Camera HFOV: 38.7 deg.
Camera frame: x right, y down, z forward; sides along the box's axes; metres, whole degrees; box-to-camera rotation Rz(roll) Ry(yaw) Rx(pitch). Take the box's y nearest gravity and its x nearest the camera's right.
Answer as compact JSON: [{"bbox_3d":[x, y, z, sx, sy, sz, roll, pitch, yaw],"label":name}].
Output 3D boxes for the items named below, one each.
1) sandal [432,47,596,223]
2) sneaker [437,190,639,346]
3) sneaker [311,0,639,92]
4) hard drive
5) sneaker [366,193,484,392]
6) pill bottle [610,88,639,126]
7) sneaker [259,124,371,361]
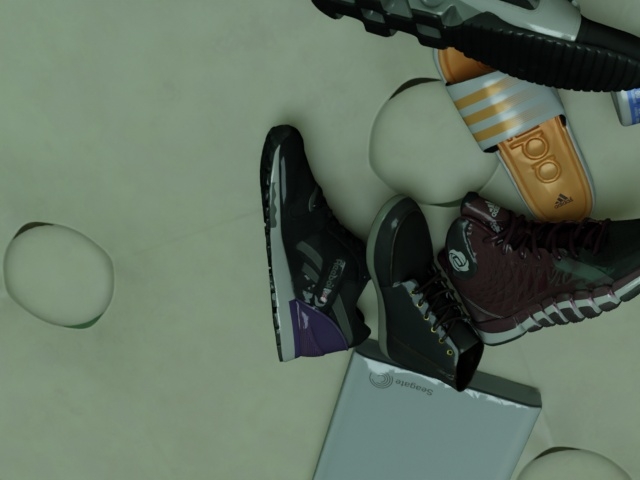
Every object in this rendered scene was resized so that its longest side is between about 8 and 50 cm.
[{"bbox_3d":[0.213,-0.113,0.938,0.102,0.076,0.265,-30,107,20],"label":"sandal"},{"bbox_3d":[0.224,0.002,0.942,0.162,0.106,0.281,52,135,-5],"label":"sneaker"},{"bbox_3d":[0.166,-0.242,0.847,0.330,0.122,0.146,21,84,7],"label":"sneaker"},{"bbox_3d":[0.110,0.309,1.164,0.233,0.047,0.353,16,116,2],"label":"hard drive"},{"bbox_3d":[0.123,0.057,0.998,0.118,0.083,0.222,26,137,41],"label":"sneaker"},{"bbox_3d":[0.355,-0.166,0.890,0.137,0.078,0.078,-15,111,16],"label":"pill bottle"},{"bbox_3d":[0.000,0.000,1.027,0.124,0.107,0.283,-6,118,-4],"label":"sneaker"}]
